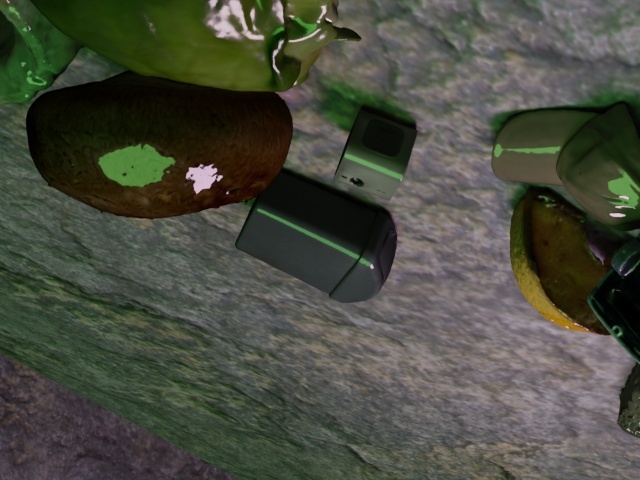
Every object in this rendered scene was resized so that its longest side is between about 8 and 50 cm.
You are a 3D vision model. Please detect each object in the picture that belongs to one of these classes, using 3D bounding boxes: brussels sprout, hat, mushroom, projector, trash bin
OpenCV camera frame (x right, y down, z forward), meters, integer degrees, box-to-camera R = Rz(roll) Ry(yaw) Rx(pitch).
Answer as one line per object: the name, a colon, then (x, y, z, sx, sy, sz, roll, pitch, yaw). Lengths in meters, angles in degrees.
brussels sprout: (-0.121, -0.300, 0.846, 0.314, 0.276, 0.371, -6, 151, 16)
hat: (0.302, -0.069, 1.137, 0.173, 0.144, 0.166, -16, 139, 13)
mushroom: (-0.188, -0.126, 1.139, 0.345, 0.239, 0.345, -10, 166, -3)
projector: (0.072, -0.111, 1.231, 0.082, 0.083, 0.083, 20, 151, -2)
trash bin: (0.000, 0.000, 1.455, 0.236, 0.101, 0.177, 25, 152, -6)

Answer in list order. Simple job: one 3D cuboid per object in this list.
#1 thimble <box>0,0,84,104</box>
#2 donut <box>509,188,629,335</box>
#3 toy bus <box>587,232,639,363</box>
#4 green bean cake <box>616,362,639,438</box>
thimble: (-0.384, -0.301, 1.066, 0.291, 0.195, 0.291, 16, 151, 9)
donut: (0.352, 0.055, 1.281, 0.259, 0.152, 0.101, 30, 157, -14)
toy bus: (0.438, 0.017, 1.070, 0.147, 0.128, 0.256, -3, 136, -36)
green bean cake: (0.608, 0.287, 1.601, 0.185, 0.094, 0.183, 17, 153, 14)
